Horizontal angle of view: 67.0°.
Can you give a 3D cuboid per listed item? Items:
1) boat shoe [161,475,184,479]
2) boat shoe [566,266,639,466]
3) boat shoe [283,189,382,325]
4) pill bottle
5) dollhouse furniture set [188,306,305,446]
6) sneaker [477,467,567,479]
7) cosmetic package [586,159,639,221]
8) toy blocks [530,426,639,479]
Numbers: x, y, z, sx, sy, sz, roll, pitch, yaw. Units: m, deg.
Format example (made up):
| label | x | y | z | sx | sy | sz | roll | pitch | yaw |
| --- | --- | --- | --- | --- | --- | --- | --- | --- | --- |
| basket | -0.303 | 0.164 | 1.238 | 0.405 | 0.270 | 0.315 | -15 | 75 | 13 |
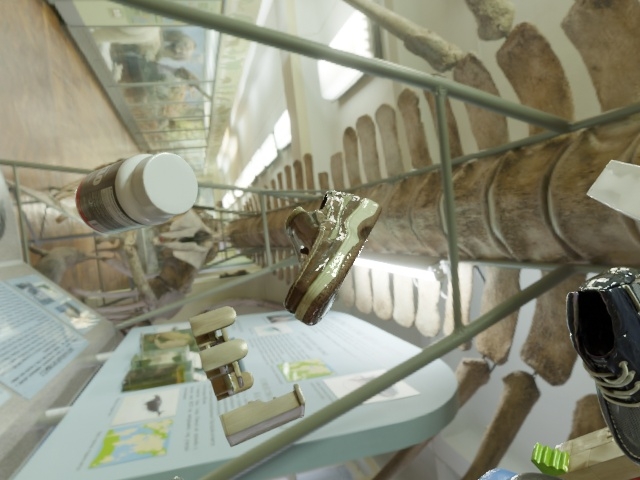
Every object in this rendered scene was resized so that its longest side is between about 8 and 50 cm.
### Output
| label | x | y | z | sx | sy | sz | roll | pitch | yaw |
| --- | --- | --- | --- | --- | --- | --- | --- | --- | --- |
| boat shoe | -0.198 | 0.363 | 0.662 | 0.065 | 0.206 | 0.075 | -61 | 156 | -69 |
| boat shoe | 0.485 | 0.220 | 0.795 | 0.127 | 0.158 | 0.340 | -17 | -100 | 51 |
| boat shoe | -0.003 | 0.006 | 0.573 | 0.095 | 0.095 | 0.257 | -64 | 175 | 26 |
| pill bottle | -0.424 | -0.108 | 1.114 | 0.283 | 0.161 | 0.161 | -8 | -91 | 38 |
| dollhouse furniture set | -0.151 | 0.272 | 1.011 | 0.212 | 0.161 | 0.242 | 96 | -28 | -56 |
| sneaker | 0.099 | 0.215 | 0.284 | 0.090 | 0.232 | 0.081 | -23 | -90 | 52 |
| cosmetic package | 0.394 | -0.036 | 0.543 | 0.060 | 0.099 | 0.239 | -64 | 175 | 18 |
| toy blocks | 0.643 | 0.490 | 0.909 | 0.381 | 0.191 | 0.261 | 47 | -49 | 5 |
